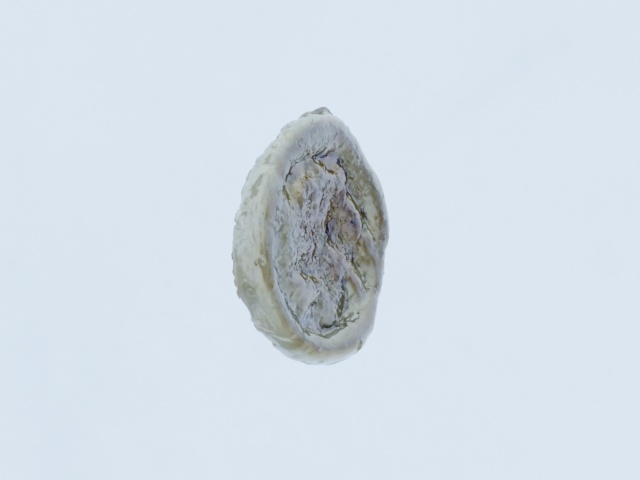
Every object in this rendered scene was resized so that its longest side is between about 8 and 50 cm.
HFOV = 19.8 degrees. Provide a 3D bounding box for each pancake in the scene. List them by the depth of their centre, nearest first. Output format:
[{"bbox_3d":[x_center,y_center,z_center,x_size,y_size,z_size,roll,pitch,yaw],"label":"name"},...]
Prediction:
[{"bbox_3d":[0.000,0.000,0.969,0.022,0.139,0.139,-4,106,34],"label":"pancake"}]
